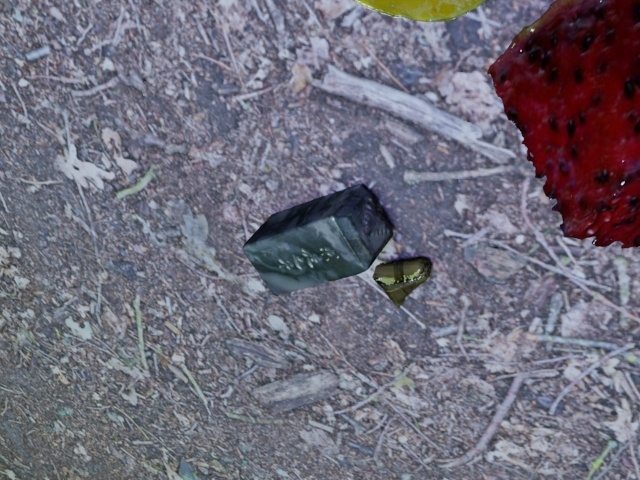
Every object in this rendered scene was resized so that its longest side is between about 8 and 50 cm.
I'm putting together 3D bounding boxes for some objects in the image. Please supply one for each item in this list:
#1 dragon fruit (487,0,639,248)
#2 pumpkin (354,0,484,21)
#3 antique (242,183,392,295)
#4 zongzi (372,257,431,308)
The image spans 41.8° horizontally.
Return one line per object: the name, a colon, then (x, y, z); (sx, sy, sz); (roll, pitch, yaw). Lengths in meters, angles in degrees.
dragon fruit: (0.308, -0.071, 0.756); (0.330, 0.240, 0.302); (36, 180, -37)
pumpkin: (0.086, -0.317, 0.787); (0.217, 0.110, 0.217); (13, 138, 12)
antique: (0.000, 0.000, 1.091); (0.183, 0.086, 0.088); (-18, 113, 41)
zongzi: (0.118, 0.061, 1.099); (0.076, 0.040, 0.083); (-9, 130, 30)
